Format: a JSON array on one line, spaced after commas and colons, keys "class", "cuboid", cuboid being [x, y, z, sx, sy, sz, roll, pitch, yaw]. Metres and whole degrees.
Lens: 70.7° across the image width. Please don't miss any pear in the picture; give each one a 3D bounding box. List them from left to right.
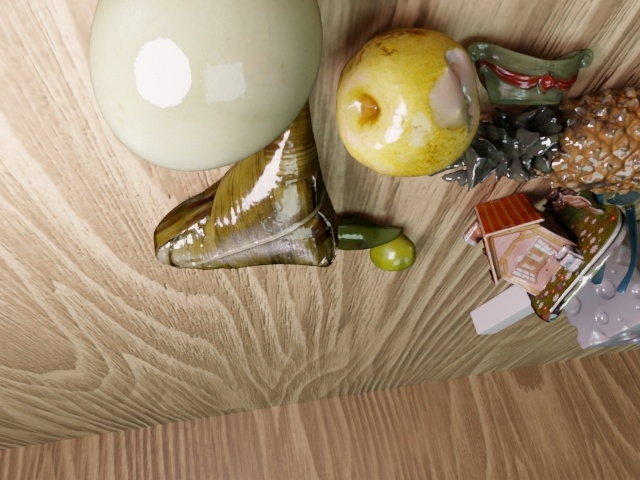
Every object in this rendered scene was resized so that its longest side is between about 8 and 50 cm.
[{"class": "pear", "cuboid": [0.148, 0.022, 0.932, 0.097, 0.092, 0.092, -2, 153, 17]}, {"class": "pear", "cuboid": [0.108, -0.159, 0.530, 0.178, 0.177, 0.178, -8, 150, -5]}]

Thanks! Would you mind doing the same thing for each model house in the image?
[{"class": "model house", "cuboid": [0.365, -0.026, 0.799, 0.154, 0.294, 0.207, 28, 113, 2]}]

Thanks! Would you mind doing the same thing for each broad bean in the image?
[{"class": "broad bean", "cuboid": [-0.001, -0.007, 0.856, 0.325, 0.067, 0.075, -5, 120, -7]}]

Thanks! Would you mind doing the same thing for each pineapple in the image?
[{"class": "pineapple", "cuboid": [0.328, -0.140, 0.661, 0.341, 0.169, 0.169, -2, 150, 1]}]

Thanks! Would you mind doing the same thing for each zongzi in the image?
[{"class": "zongzi", "cuboid": [-0.121, -0.075, 0.647, 0.286, 0.134, 0.288, -7, 137, 2]}]

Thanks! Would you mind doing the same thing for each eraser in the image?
[{"class": "eraser", "cuboid": [0.586, 0.195, 1.371, 0.076, 0.078, 0.298, 4, 147, -24]}]

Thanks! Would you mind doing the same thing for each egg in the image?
[{"class": "egg", "cuboid": [-0.110, -0.162, 0.420, 0.189, 0.188, 0.254, 14, 148, -37]}]

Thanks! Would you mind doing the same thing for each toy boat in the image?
[{"class": "toy boat", "cuboid": [0.265, -0.212, 0.579, 0.185, 0.071, 0.089, -3, -168, -14]}]

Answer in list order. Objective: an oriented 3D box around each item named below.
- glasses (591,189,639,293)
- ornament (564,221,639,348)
[{"class": "glasses", "cuboid": [0.575, -0.015, 0.913, 0.190, 0.220, 0.088, 14, -179, -38]}, {"class": "ornament", "cuboid": [0.776, 0.113, 1.130, 0.240, 0.239, 0.239, 1, 148, -17]}]
